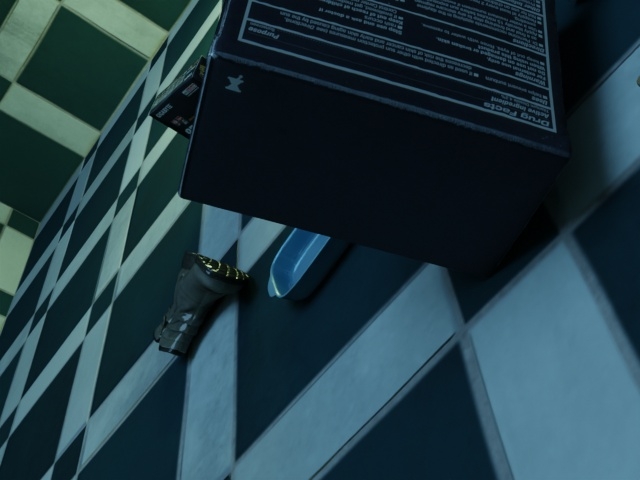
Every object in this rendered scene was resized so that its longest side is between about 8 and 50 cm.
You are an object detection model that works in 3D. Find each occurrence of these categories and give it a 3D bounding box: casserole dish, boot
[{"bbox_3d":[0.000,0.000,1.155,0.188,0.037,0.114,-53,22,13],"label":"casserole dish"},{"bbox_3d":[-0.186,0.106,1.389,0.161,0.083,0.246,-69,17,-5],"label":"boot"}]

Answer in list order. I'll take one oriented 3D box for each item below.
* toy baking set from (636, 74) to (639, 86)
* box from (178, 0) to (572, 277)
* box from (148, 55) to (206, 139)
[{"bbox_3d":[0.341,-0.172,0.656,0.256,0.030,0.196,-44,29,34],"label":"toy baking set"},{"bbox_3d":[0.049,-0.156,0.845,0.182,0.296,0.294,113,170,-47],"label":"box"},{"bbox_3d":[-0.198,-0.241,1.704,0.220,0.175,0.051,-20,44,57],"label":"box"}]
